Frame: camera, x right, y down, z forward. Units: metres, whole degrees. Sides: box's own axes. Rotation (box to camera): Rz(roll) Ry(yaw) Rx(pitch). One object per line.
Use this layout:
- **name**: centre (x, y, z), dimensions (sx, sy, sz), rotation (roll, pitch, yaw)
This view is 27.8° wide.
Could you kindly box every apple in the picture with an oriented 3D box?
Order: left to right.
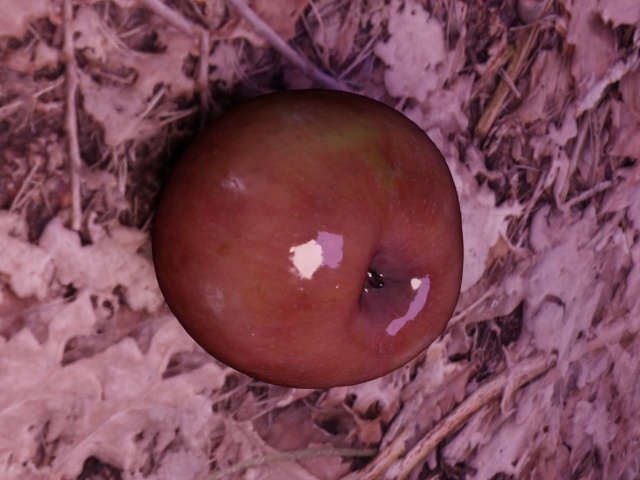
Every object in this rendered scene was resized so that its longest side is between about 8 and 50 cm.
- **apple**: centre (0.000, 0.000, 1.179), dimensions (0.306, 0.235, 0.306), rotation (-17, 117, -37)
